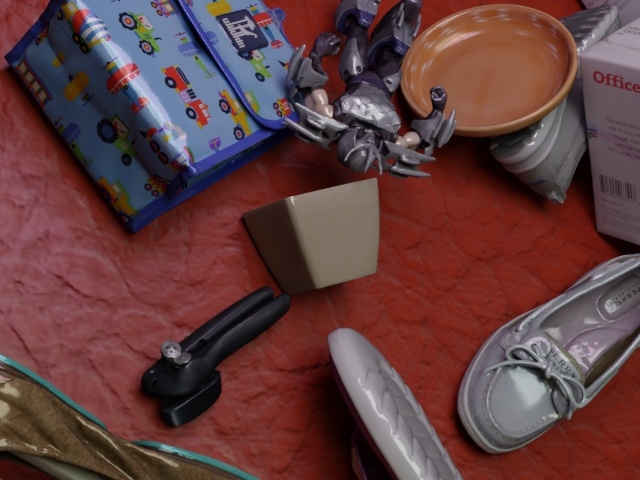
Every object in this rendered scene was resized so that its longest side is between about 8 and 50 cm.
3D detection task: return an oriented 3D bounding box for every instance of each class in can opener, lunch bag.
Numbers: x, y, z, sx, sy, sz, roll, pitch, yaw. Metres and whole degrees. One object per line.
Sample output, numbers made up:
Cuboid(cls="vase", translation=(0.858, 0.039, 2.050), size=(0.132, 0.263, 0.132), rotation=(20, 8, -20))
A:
Cuboid(cls="can opener", translation=(-0.103, 0.101, 1.478), size=(0.059, 0.073, 0.186), rotation=(23, 49, 29))
Cuboid(cls="lunch bag", translation=(-0.132, -0.177, 1.545), size=(0.221, 0.138, 0.293), rotation=(54, 45, 1))

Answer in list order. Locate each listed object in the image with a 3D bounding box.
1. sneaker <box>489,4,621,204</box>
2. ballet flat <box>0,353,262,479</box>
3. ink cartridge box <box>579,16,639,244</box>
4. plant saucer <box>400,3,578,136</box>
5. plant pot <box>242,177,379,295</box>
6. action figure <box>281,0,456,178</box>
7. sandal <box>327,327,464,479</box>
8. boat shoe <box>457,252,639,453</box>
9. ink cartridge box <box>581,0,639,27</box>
Cuboid(cls="sneaker", translation=(0.285, -0.162, 1.756), size=(0.115, 0.105, 0.281), rotation=(50, 55, -29))
Cuboid(cls="ballet flat", translation=(-0.193, 0.217, 1.326), size=(0.342, 0.116, 0.124), rotation=(31, 61, -29))
Cuboid(cls="ink cartridge box", translation=(0.415, -0.123, 1.678), size=(0.168, 0.171, 0.233), rotation=(-33, 127, -31))
Cuboid(cls="plant saucer", translation=(0.189, -0.185, 1.681), size=(0.200, 0.037, 0.200), rotation=(-8, 50, 10))
Cuboid(cls="plant pot", translation=(0.000, 0.000, 1.536), size=(0.109, 0.109, 0.096), rotation=(-15, 89, -29))
Cuboid(cls="action figure", translation=(0.051, -0.171, 1.575), size=(0.185, 0.099, 0.285), rotation=(29, 42, -22))
Cuboid(cls="sandal", translation=(0.100, 0.278, 1.462), size=(0.102, 0.169, 0.416), rotation=(-32, 85, 8))
Cuboid(cls="boat shoe", translation=(0.275, 0.109, 1.615), size=(0.320, 0.103, 0.118), rotation=(-33, 86, -28))
Cuboid(cls="ink cartridge box", translation=(0.536, -0.247, 1.851), size=(0.285, 0.166, 0.395), rotation=(-29, 83, -32))
